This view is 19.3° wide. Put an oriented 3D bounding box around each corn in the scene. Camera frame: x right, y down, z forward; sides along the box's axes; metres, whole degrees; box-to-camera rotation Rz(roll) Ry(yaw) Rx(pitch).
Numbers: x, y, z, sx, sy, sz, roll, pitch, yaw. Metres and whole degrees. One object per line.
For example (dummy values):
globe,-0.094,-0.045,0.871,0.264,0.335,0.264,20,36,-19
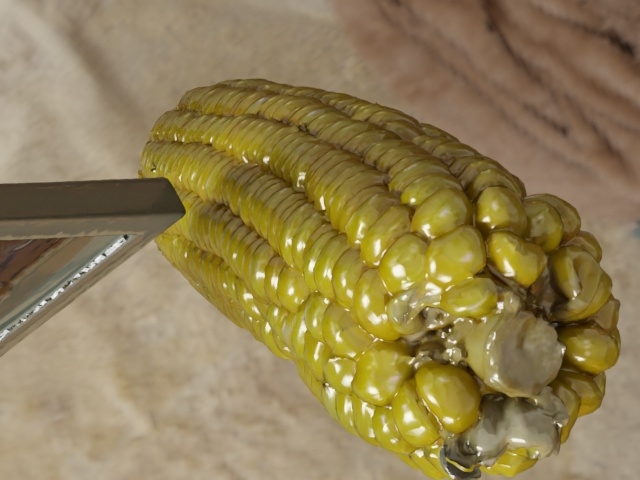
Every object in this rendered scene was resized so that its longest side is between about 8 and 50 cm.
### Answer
corn,-0.001,-0.004,0.665,0.102,0.313,0.102,-6,105,-23

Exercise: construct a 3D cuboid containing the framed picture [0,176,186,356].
framed picture,-0.187,0.059,0.592,0.018,0.265,0.192,60,25,13
